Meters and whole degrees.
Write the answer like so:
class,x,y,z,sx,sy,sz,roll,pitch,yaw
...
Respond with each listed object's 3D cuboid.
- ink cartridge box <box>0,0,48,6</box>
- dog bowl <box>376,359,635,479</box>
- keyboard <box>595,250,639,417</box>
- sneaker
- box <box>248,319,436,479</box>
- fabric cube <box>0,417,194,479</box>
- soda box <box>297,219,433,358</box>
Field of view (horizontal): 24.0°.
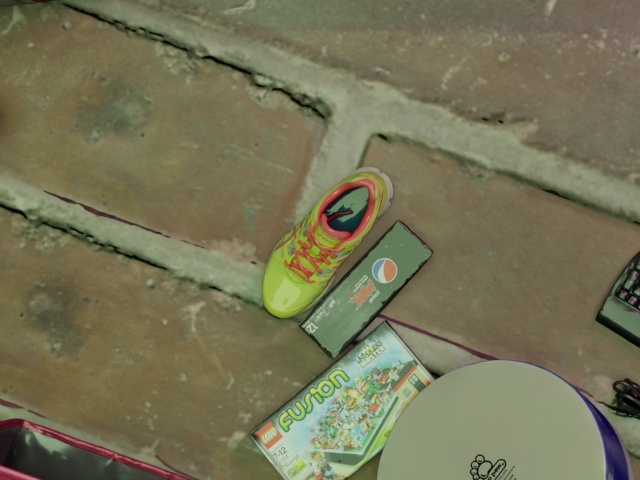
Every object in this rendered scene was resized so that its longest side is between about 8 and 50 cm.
class,x,y,z,sx,sy,sz,roll,pitch,yaw
ink cartridge box,-0.451,-0.343,1.657,0.384,0.279,0.160,-6,91,5
dog bowl,0.198,0.266,1.620,0.265,0.104,0.265,-12,61,23
keyboard,0.455,0.154,1.699,0.317,0.033,0.201,31,92,5
sneaker,0.000,0.000,1.706,0.081,0.094,0.208,36,94,3
box,0.031,0.200,1.730,0.207,0.036,0.114,-41,86,3
fabric cube,-0.291,0.369,1.649,0.259,0.254,0.258,19,93,4
soda box,0.053,0.056,1.721,0.060,0.053,0.169,43,93,3
